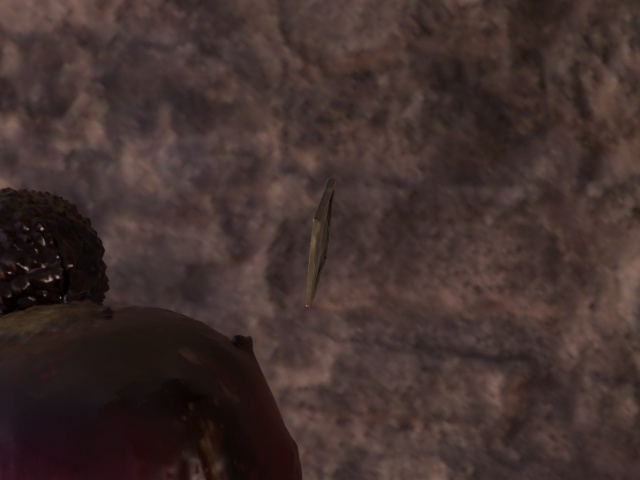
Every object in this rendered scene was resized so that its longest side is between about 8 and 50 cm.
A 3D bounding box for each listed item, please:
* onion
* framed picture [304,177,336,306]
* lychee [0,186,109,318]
[{"bbox_3d":[-0.166,0.238,1.229,0.348,0.348,0.385,-8,-83,33],"label":"onion"},{"bbox_3d":[0.000,0.000,1.125,0.007,0.089,0.066,8,-70,4],"label":"framed picture"},{"bbox_3d":[-0.282,0.035,1.444,0.188,0.188,0.188,-18,-125,28],"label":"lychee"}]
